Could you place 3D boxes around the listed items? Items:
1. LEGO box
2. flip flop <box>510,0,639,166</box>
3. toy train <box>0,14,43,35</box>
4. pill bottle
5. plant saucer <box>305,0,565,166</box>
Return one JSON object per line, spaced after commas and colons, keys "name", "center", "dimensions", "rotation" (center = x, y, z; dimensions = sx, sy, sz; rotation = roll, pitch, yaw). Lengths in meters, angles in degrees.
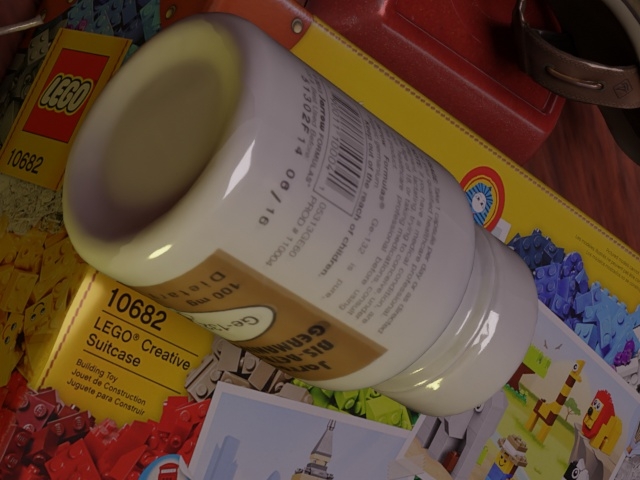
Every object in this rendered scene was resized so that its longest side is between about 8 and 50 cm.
{"name": "LEGO box", "center": [-0.011, 0.100, 0.954], "dimensions": [0.500, 0.193, 0.372], "rotation": [30, 82, -40]}
{"name": "flip flop", "center": [0.187, -0.129, 1.071], "dimensions": [0.080, 0.112, 0.277], "rotation": [-44, 131, -5]}
{"name": "toy train", "center": [-0.247, -0.023, 0.798], "dimensions": [0.248, 0.105, 0.143], "rotation": [-22, 124, -34]}
{"name": "pill bottle", "center": [0.000, 0.000, 0.725], "dimensions": [0.229, 0.131, 0.131], "rotation": [33, 80, -39]}
{"name": "plant saucer", "center": [0.133, -0.212, 1.093], "dimensions": [0.258, 0.048, 0.259], "rotation": [27, 82, -40]}
